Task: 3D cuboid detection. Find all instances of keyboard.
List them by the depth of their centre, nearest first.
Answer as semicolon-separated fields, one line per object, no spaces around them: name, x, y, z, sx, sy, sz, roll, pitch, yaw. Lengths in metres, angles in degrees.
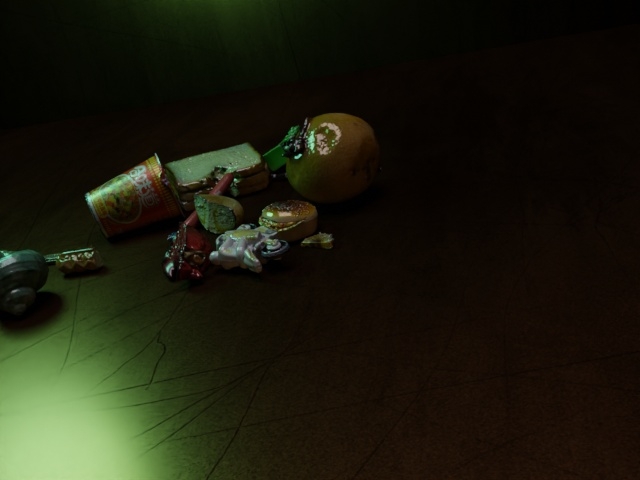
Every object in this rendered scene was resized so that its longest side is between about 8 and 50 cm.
keyboard;-0.691;0.047;1.889;0.129;0.015;0.049;-7;22;12

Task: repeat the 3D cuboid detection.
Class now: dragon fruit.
dragon fruit;-0.302;0.028;1.632;0.122;0.092;0.192;-13;22;-1

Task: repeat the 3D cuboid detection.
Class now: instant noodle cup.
instant noodle cup;-0.489;-0.104;1.966;0.212;0.193;0.193;-24;24;-10

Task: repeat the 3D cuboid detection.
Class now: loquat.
loquat;0.023;-0.202;1.845;0.244;0.244;0.244;-10;22;4

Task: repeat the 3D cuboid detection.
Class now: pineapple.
pineapple;0.000;0.000;1.643;0.083;0.019;0.045;2;29;38

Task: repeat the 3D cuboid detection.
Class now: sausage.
sausage;-0.288;-0.099;1.946;0.034;0.034;0.253;2;41;32

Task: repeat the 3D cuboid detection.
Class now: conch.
conch;-0.677;0.089;1.647;0.176;0.122;0.188;-35;22;0

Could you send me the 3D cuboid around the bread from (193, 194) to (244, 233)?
bread;-0.246;-0.072;1.858;0.157;0.083;0.094;14;30;27

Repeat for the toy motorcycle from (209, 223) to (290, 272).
toy motorcycle;-0.162;0.017;1.616;0.151;0.074;0.229;-24;26;-22

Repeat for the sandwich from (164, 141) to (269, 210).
sandwich;-0.290;-0.185;2.143;0.273;0.095;0.249;-17;24;-12

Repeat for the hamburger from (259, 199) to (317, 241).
hamburger;-0.074;-0.049;1.716;0.141;0.081;0.126;-22;24;-26

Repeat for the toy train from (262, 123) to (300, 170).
toy train;-0.100;-0.277;2.269;0.119;0.085;0.251;-32;10;11

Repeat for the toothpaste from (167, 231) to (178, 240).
toothpaste;-0.337;-0.012;1.847;0.083;0.019;0.027;-2;48;26

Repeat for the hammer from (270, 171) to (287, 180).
hammer;-0.067;-0.219;2.204;0.078;0.021;0.201;-6;22;30

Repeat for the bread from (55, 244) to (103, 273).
bread;-0.572;0.046;1.779;0.110;0.060;0.066;-9;52;11
